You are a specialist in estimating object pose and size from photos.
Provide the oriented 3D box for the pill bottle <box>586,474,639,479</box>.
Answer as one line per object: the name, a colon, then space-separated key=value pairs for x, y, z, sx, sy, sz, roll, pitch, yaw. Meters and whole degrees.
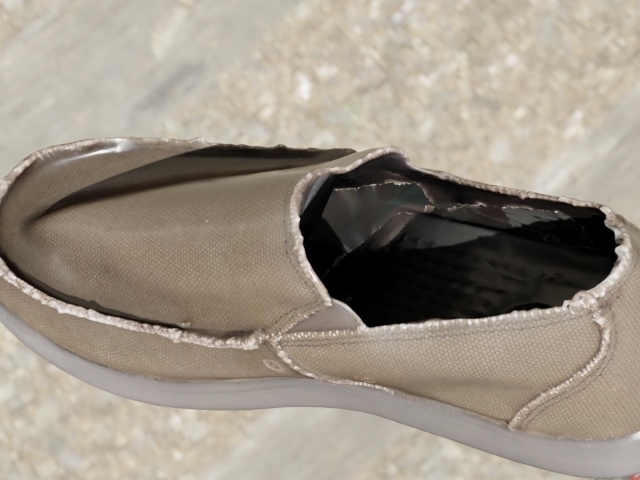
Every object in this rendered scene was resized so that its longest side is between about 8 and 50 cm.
pill bottle: x=0.151 y=0.293 z=1.184 sx=0.363 sy=0.210 sz=0.210 roll=-45 pitch=138 yaw=12

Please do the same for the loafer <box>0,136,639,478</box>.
loafer: x=0.000 y=0.000 z=0.907 sx=0.130 sy=0.366 sz=0.134 roll=72 pitch=33 yaw=-49
